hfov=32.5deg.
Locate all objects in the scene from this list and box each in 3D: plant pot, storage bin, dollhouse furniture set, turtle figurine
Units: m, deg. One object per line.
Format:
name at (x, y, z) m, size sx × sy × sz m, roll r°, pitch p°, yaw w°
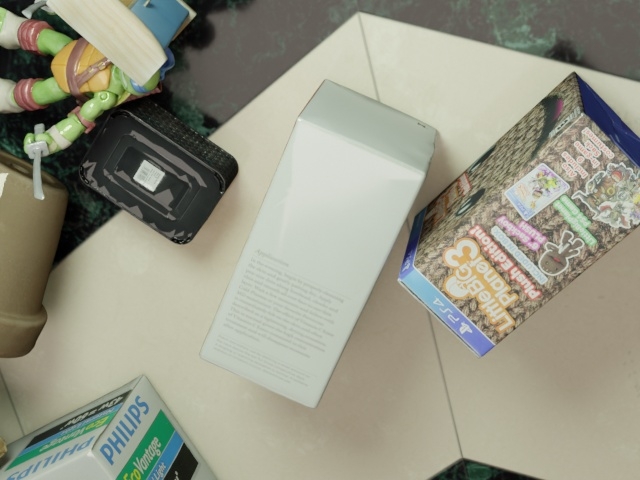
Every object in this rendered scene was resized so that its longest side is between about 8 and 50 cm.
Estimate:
plant pot at (-0.460, -0.002, 1.486) m, size 0.263 × 0.263 × 0.229 m, roll 28°, pitch 96°, yaw -2°
storage bin at (-0.216, -0.095, 1.479) m, size 0.180 × 0.084 × 0.122 m, roll 34°, pitch 113°, yaw -5°
dollhouse furniture set at (-0.173, -0.381, 1.220) m, size 0.286 × 0.198 × 0.303 m, roll 41°, pitch 111°, yaw -15°
turtle figurine at (-0.348, -0.214, 1.348) m, size 0.266 × 0.274 × 0.198 m, roll 11°, pitch 130°, yaw 40°

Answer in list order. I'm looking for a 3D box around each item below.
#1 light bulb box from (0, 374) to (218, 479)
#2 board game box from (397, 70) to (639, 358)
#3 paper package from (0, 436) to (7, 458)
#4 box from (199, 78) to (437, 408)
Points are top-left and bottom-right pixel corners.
light bulb box at (-0.335, 0.455, 1.633) m, size 0.357 × 0.225 × 0.361 m, roll -27°, pitch 103°, yaw 19°
board game box at (0.254, -0.037, 1.344) m, size 0.141 × 0.232 × 0.291 m, roll 44°, pitch 111°, yaw -7°
paper package at (-0.675, 0.273, 1.595) m, size 0.324 × 0.168 × 0.309 m, roll -25°, pitch 107°, yaw 40°
box at (0.000, 0.000, 1.408) m, size 0.168 × 0.215 × 0.345 m, roll 24°, pitch 112°, yaw 0°
